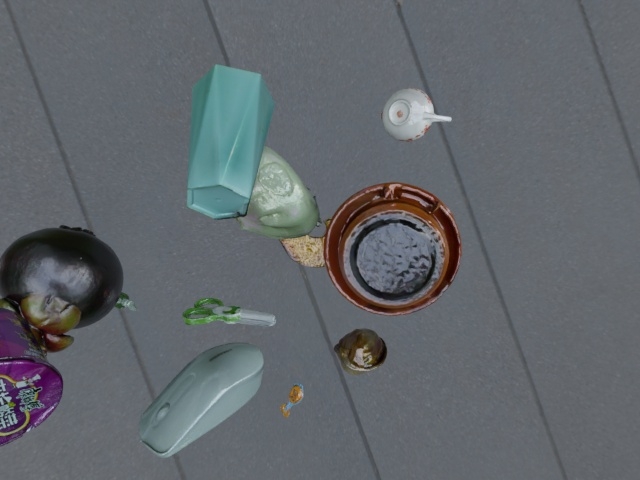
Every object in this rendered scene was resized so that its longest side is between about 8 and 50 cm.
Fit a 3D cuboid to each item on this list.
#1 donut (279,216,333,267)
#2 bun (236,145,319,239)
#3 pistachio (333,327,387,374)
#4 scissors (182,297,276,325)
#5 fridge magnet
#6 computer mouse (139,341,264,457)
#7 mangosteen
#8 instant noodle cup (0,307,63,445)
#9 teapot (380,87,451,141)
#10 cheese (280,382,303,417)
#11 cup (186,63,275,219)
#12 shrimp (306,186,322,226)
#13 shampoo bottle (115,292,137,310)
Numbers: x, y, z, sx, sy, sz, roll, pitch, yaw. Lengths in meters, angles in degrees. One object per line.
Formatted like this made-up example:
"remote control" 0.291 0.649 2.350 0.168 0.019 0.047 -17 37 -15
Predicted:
"donut" -0.004 0.005 1.452 0.259 0.101 0.152 -9 101 5
"bun" -0.147 -0.103 1.201 0.187 0.293 0.293 -44 92 -13
"pistachio" 0.129 0.340 1.446 0.165 0.210 0.130 17 109 18
"scissors" -0.194 0.162 0.997 0.205 0.101 0.027 4 112 18
"fridge magnet" 0.187 0.030 1.205 0.364 0.155 0.363 1 103 6
"computer mouse" -0.197 0.247 0.757 0.231 0.128 0.079 -34 120 -26
"mangosteen" -0.851 0.168 1.490 0.382 0.382 0.434 11 75 -3
"instant noodle cup" -0.678 0.266 0.922 0.251 0.251 0.190 -47 53 -2
"teapot" 0.276 -0.382 1.402 0.246 0.116 0.159 22 96 28
"cheese" -0.076 0.429 1.238 0.017 0.047 0.111 11 117 -43
"cup" -0.161 -0.159 0.786 0.134 0.148 0.235 -5 64 18
"shrimp" -0.063 -0.143 1.737 0.219 0.152 0.046 42 61 -6
"shampoo bottle" -0.777 0.216 1.727 0.205 0.065 0.065 14 89 27
